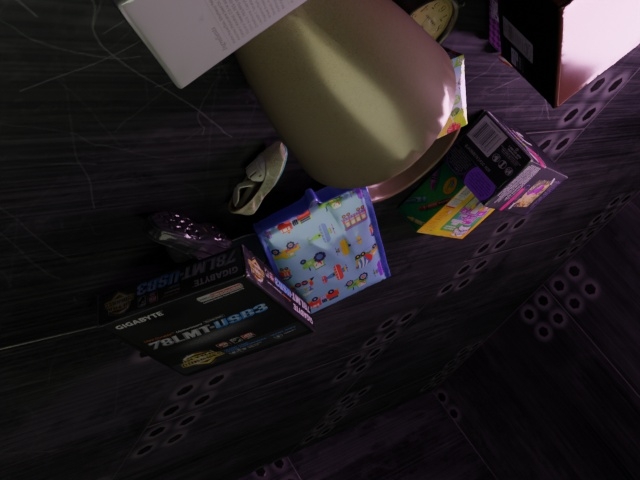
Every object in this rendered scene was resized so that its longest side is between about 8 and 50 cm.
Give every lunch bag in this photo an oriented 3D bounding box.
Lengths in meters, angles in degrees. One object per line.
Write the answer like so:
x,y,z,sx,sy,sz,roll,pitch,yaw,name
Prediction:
0.000,0.000,1.488,0.221,0.138,0.293,-25,149,-6,lunch bag

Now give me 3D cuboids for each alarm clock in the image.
0.129,-0.323,1.185,0.192,0.064,0.129,-44,156,12,alarm clock

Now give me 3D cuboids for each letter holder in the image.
0.413,-0.391,1.232,0.214,0.152,0.302,-37,156,1,letter holder

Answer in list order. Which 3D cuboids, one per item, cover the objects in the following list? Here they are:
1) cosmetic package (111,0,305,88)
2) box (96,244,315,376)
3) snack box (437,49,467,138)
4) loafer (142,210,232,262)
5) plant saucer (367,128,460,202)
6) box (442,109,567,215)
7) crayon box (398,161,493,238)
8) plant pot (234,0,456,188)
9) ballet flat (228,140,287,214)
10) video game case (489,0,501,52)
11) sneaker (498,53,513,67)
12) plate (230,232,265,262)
-0.133,-0.289,0.785,0.184,0.151,0.151,-36,156,-2,cosmetic package
-0.200,0.138,1.417,0.296,0.073,0.293,-20,149,14,box
0.212,-0.257,1.388,0.100,0.037,0.141,-27,129,-22,snack box
-0.228,0.004,1.301,0.078,0.076,0.223,-49,158,10,loafer
0.159,-0.179,1.528,0.278,0.041,0.277,-29,155,-15,plant saucer
0.418,-0.167,1.743,0.143,0.165,0.270,-46,155,22,box
0.325,-0.092,1.864,0.165,0.081,0.278,-45,155,22,crayon box
0.002,-0.240,0.987,0.256,0.256,0.274,-40,141,10,plant pot
-0.109,-0.099,1.300,0.052,0.057,0.168,-4,142,-35,ballet flat
0.382,-0.450,1.316,0.210,0.041,0.232,-35,156,-2,video game case
0.416,-0.374,1.486,0.175,0.064,0.067,-19,142,-39,sneaker
-0.180,0.043,1.506,0.188,0.024,0.188,-30,156,-15,plate
